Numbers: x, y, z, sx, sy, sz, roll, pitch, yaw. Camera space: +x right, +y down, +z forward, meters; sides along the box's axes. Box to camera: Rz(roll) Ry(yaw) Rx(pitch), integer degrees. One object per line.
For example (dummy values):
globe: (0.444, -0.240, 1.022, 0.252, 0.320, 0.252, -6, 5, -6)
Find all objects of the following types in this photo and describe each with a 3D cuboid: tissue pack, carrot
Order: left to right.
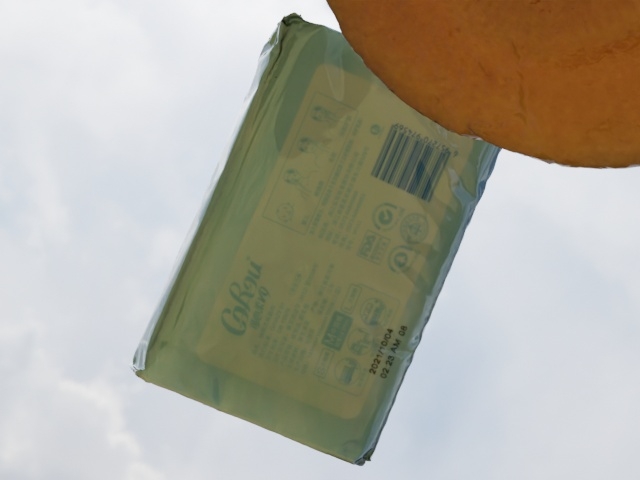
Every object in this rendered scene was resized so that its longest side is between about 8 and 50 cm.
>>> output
tissue pack: (0.000, 0.000, 1.046, 0.263, 0.177, 0.089, -67, -164, -1)
carrot: (0.121, -0.163, 0.679, 0.307, 0.100, 0.258, -16, -82, 44)
